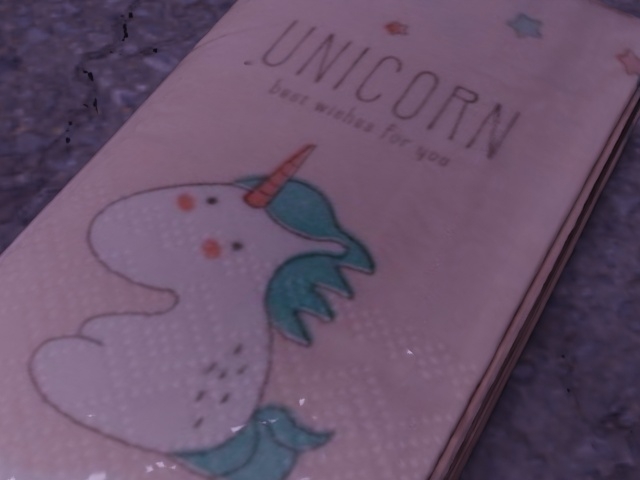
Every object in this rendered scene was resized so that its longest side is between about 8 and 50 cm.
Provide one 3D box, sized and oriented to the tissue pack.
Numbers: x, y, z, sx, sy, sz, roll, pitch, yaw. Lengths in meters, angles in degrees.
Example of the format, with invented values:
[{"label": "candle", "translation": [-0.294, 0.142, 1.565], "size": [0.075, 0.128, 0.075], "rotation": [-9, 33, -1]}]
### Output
[{"label": "tissue pack", "translation": [0.000, 0.000, 0.447], "size": [0.170, 0.071, 0.325], "rotation": [23, 50, 15]}]
